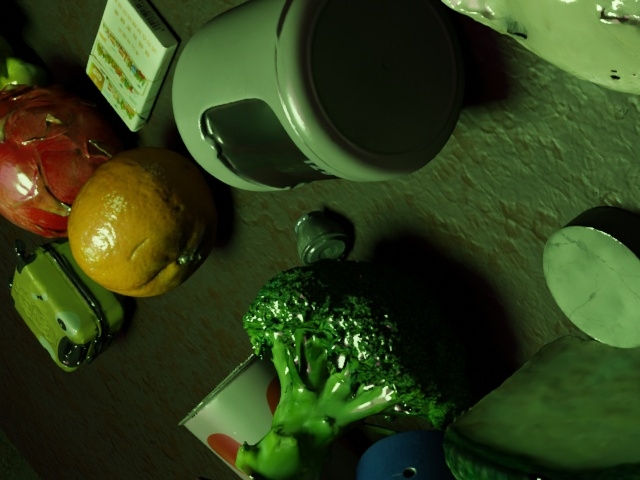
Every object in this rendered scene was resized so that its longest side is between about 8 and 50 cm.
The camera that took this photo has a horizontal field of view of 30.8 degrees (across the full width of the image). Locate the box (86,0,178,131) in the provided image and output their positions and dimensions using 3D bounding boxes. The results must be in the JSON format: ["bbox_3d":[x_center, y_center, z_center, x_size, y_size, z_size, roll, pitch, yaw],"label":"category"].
[{"bbox_3d":[-0.265,-0.254,1.608,0.122,0.032,0.220,51,149,8],"label":"box"}]

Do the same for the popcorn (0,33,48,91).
[{"bbox_3d":[-0.626,-0.252,1.880,0.274,0.279,0.335,28,-169,-39],"label":"popcorn"}]

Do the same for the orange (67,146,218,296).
[{"bbox_3d":[-0.244,-0.021,1.620,0.170,0.224,0.224,34,143,24],"label":"orange"}]

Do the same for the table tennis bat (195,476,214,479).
[{"bbox_3d":[-0.044,0.339,1.422,0.268,0.051,0.414,14,168,16],"label":"table tennis bat"}]

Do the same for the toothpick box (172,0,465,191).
[{"bbox_3d":[-0.021,-0.166,1.196,0.316,0.229,0.229,-2,117,57],"label":"toothpick box"}]

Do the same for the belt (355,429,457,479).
[{"bbox_3d":[0.180,0.347,1.297,0.347,0.117,0.212,36,122,-28],"label":"belt"}]

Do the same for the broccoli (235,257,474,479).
[{"bbox_3d":[0.032,0.164,1.356,0.297,0.297,0.297,30,174,3],"label":"broccoli"}]

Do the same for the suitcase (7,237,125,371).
[{"bbox_3d":[-0.454,0.104,2.107,0.235,0.143,0.194,51,148,11],"label":"suitcase"}]

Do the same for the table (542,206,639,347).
[{"bbox_3d":[0.277,0.035,1.104,0.133,0.043,0.133,35,143,32],"label":"table"}]

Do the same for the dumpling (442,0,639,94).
[{"bbox_3d":[0.244,-0.228,0.834,0.318,0.187,0.242,14,90,39],"label":"dumpling"}]

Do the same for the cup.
[{"bbox_3d":[-0.041,0.303,1.691,0.288,0.203,0.203,48,149,1],"label":"cup"}]

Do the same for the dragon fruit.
[{"bbox_3d":[-0.413,-0.124,1.760,0.252,0.241,0.241,52,152,-19],"label":"dragon fruit"}]

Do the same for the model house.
[{"bbox_3d":[0.315,0.258,1.076,0.298,0.243,0.284,4,125,54],"label":"model house"}]

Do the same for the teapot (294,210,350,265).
[{"bbox_3d":[0.000,0.000,1.458,0.057,0.066,0.088,61,179,32],"label":"teapot"}]
